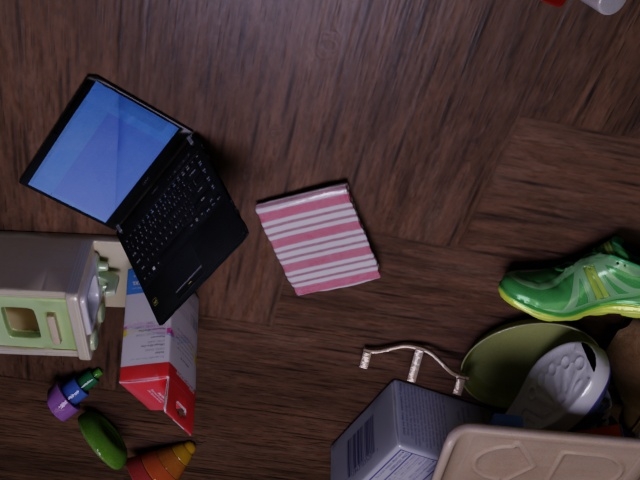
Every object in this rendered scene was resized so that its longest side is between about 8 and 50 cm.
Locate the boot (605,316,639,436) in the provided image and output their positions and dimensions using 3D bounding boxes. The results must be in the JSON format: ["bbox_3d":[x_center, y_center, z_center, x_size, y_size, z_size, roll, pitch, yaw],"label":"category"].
[{"bbox_3d":[0.545,0.231,1.425,0.115,0.112,0.305,22,144,23],"label":"boot"}]

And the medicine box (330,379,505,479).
[{"bbox_3d":[0.201,0.427,1.559,0.289,0.149,0.263,20,131,-18],"label":"medicine box"}]

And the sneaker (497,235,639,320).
[{"bbox_3d":[0.416,0.052,1.246,0.295,0.109,0.124,-3,111,6],"label":"sneaker"}]

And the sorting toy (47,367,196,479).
[{"bbox_3d":[-0.357,0.360,1.563,0.126,0.127,0.366,-37,125,-5],"label":"sorting toy"}]

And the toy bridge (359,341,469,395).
[{"bbox_3d":[0.164,0.211,1.415,0.188,0.026,0.063,15,98,5],"label":"toy bridge"}]

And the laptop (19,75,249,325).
[{"bbox_3d":[-0.260,-0.046,1.124,0.136,0.264,0.234,-5,150,-49],"label":"laptop"}]

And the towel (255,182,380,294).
[{"bbox_3d":[0.000,0.000,1.242,0.144,0.029,0.197,-13,130,13],"label":"towel"}]

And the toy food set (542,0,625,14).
[{"bbox_3d":[0.259,-0.325,0.900,0.232,0.105,0.111,6,122,-30],"label":"toy food set"}]

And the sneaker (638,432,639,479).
[{"bbox_3d":[0.684,0.455,1.595,0.126,0.128,0.321,-6,132,8],"label":"sneaker"}]

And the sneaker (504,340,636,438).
[{"bbox_3d":[0.465,0.298,1.405,0.236,0.130,0.323,11,131,-17],"label":"sneaker"}]

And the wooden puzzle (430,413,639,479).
[{"bbox_3d":[0.344,0.380,1.349,0.347,0.081,0.322,2,138,-4],"label":"wooden puzzle"}]

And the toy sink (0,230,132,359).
[{"bbox_3d":[-0.399,0.087,1.258,0.234,0.131,0.153,3,134,-3],"label":"toy sink"}]

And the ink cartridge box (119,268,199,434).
[{"bbox_3d":[-0.241,0.168,1.246,0.077,0.231,0.134,-7,150,7],"label":"ink cartridge box"}]

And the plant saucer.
[{"bbox_3d":[0.360,0.209,1.425,0.240,0.037,0.241,0,133,0],"label":"plant saucer"}]
